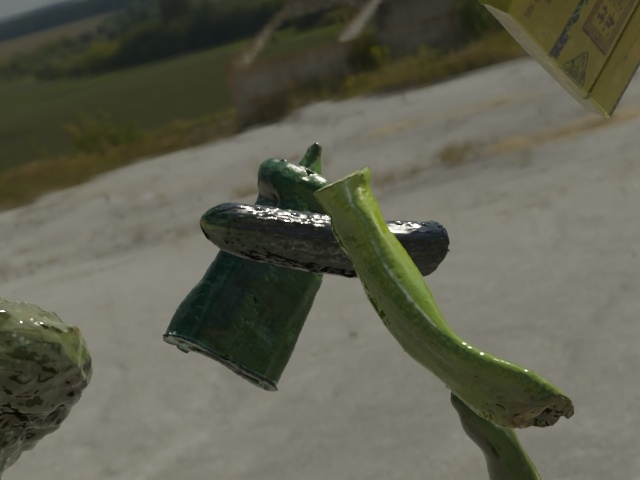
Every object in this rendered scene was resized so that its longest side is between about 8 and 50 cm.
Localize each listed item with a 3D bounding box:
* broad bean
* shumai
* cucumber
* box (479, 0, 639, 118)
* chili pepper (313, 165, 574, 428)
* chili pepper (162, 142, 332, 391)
[{"bbox_3d":[0.187,0.239,1.378,0.046,0.254,0.065,-32,11,-40],"label":"broad bean"},{"bbox_3d":[-0.427,0.204,1.422,0.397,0.323,0.324,1,-12,25],"label":"shumai"},{"bbox_3d":[0.000,0.000,1.177,0.214,0.058,0.052,6,43,-25],"label":"cucumber"},{"bbox_3d":[0.247,-0.229,1.330,0.041,0.153,0.279,28,0,34],"label":"box"},{"bbox_3d":[0.065,0.041,0.853,0.050,0.202,0.052,-35,-12,-21],"label":"chili pepper"},{"bbox_3d":[-0.054,0.016,1.566,0.136,0.270,0.099,24,-16,0],"label":"chili pepper"}]
